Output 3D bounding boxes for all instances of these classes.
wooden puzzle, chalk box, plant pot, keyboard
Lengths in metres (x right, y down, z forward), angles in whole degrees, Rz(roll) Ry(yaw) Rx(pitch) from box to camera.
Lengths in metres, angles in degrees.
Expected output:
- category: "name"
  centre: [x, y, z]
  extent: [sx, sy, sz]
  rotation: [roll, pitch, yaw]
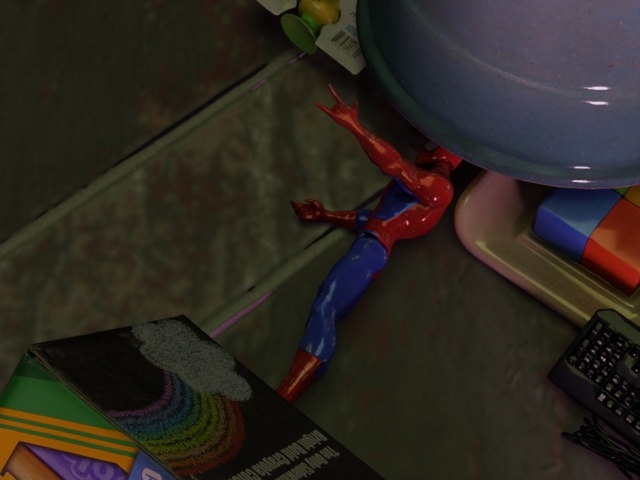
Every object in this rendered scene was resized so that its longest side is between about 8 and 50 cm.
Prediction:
- category: "wooden puzzle"
  centre: [0.333, -0.033, 0.812]
  extent: [0.348, 0.080, 0.322]
  rotation: [37, 70, 16]
- category: "chalk box"
  centre: [-0.064, 0.206, 0.617]
  extent: [0.289, 0.180, 0.179]
  rotation: [38, 105, 17]
- category: "plant pot"
  centre: [0.202, -0.269, 0.712]
  extent: [0.341, 0.334, 0.341]
  rotation: [0, 59, -1]
- category: "keyboard"
  centre: [0.251, 0.140, 0.733]
  extent: [0.192, 0.038, 0.100]
  rotation: [37, 99, 19]

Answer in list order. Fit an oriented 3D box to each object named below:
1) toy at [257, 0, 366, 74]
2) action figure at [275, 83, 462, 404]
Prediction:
- category: "toy"
  centre: [0.056, -0.249, 0.926]
  extent: [0.137, 0.056, 0.237]
  rotation: [39, 66, 15]
- category: "action figure"
  centre: [0.000, 0.000, 0.790]
  extent: [0.139, 0.091, 0.280]
  rotation: [39, 71, 7]
